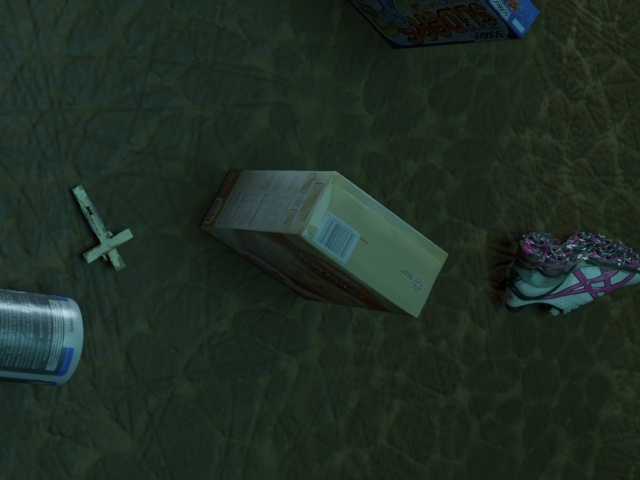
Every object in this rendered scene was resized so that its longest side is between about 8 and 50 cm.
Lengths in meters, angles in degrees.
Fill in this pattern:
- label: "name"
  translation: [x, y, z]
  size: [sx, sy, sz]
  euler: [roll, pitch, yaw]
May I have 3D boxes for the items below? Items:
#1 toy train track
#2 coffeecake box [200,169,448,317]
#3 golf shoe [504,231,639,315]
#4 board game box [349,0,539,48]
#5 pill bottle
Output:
- label: "toy train track"
  translation: [-0.199, -0.011, 1.337]
  size: [0.048, 0.014, 0.083]
  euler: [-31, 103, -19]
- label: "coffeecake box"
  translation: [0.000, 0.000, 1.358]
  size: [0.142, 0.185, 0.068]
  euler: [35, 75, -28]
- label: "golf shoe"
  translation: [0.270, 0.038, 1.608]
  size: [0.186, 0.067, 0.086]
  euler: [1, 121, -34]
- label: "board game box"
  translation: [0.091, -0.238, 1.390]
  size: [0.136, 0.201, 0.035]
  euler: [42, 72, -26]
- label: "pill bottle"
  translation: [-0.275, 0.078, 1.256]
  size: [0.137, 0.078, 0.078]
  euler: [10, 88, -32]
